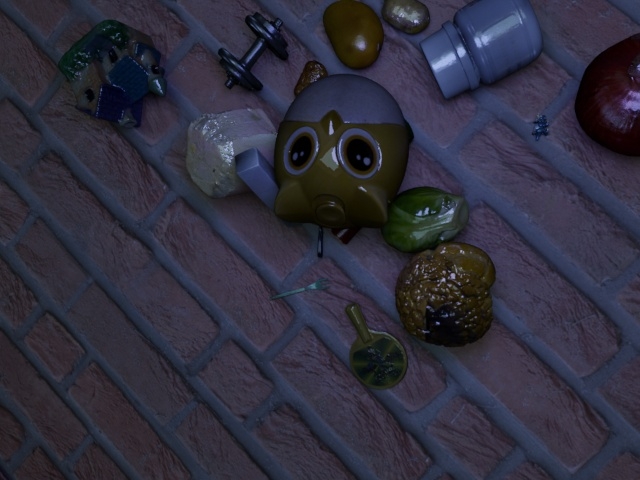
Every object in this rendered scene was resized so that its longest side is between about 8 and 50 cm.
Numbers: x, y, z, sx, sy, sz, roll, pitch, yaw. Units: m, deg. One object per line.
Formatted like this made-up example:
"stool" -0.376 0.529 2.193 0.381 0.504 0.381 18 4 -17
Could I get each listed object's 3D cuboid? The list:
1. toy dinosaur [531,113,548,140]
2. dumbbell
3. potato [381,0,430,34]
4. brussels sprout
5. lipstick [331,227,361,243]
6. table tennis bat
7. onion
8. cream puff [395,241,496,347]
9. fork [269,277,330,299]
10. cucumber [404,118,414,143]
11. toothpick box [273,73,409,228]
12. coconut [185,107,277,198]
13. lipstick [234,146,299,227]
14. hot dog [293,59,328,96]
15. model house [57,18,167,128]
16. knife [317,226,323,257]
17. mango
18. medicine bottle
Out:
"toy dinosaur" 0.702 -0.361 1.469 0.047 0.030 0.084 1 91 13
"dumbbell" -0.229 -0.638 1.574 0.192 0.192 0.290 43 97 8
"potato" 0.282 -0.750 1.521 0.170 0.080 0.107 25 88 7
"brussels sprout" 0.331 -0.067 1.452 0.271 0.219 0.210 -6 92 37
"lipstick" 0.142 -0.094 1.567 0.080 0.080 0.241 44 99 7
"table tennis bat" 0.176 0.363 1.592 0.198 0.050 0.321 -27 90 13
"onion" 0.898 -0.418 1.299 0.340 0.341 0.342 0 91 12
"cream puff" 0.389 0.182 1.403 0.327 0.231 0.343 33 129 -9
"fork" -0.074 0.177 1.649 0.234 0.021 0.039 -16 84 13
"cucumber" 0.235 -0.418 1.549 0.069 0.069 0.227 -40 79 10
"toothpick box" 0.059 -0.248 1.375 0.408 0.409 0.426 4 61 12
"coconut" -0.273 -0.303 1.544 0.297 0.309 0.298 22 124 37
"lipstick" -0.151 -0.159 1.479 0.079 0.371 0.076 -19 61 13
"hot dog" -0.034 -0.550 1.600 0.099 0.065 0.147 28 108 9
"model house" -0.719 -0.566 1.650 0.312 0.245 0.280 -26 82 20
"knife" 0.000 0.000 1.625 0.018 0.031 0.121 3 87 12
"mango" 0.114 -0.697 1.529 0.175 0.139 0.255 -24 80 8
"medicine bottle" 0.482 -0.593 1.400 0.306 0.245 0.245 -26 86 19
